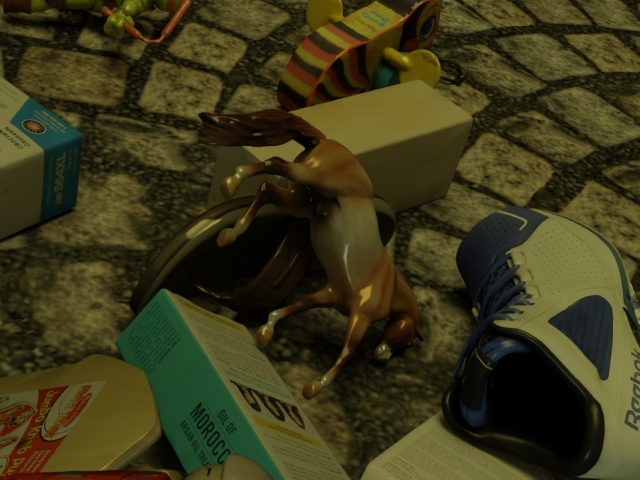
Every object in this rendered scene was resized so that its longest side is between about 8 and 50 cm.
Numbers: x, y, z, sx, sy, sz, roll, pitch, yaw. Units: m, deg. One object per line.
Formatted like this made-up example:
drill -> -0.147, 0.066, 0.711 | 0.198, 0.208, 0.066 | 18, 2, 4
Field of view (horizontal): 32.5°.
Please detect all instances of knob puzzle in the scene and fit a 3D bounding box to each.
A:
knob puzzle -> -0.184, 0.142, 0.719 | 0.213, 0.030, 0.213 | -19, 24, 9

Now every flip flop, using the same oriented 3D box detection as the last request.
flip flop -> -0.035, 0.021, 0.957 | 0.277, 0.112, 0.080 | -9, 57, -39

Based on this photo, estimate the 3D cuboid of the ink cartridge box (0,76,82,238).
ink cartridge box -> -0.333, -0.063, 0.953 | 0.148, 0.086, 0.203 | 34, 39, 23

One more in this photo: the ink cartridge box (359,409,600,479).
ink cartridge box -> 0.146, 0.203, 0.834 | 0.181, 0.056, 0.224 | 32, 20, 20

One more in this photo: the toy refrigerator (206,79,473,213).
toy refrigerator -> 0.021, -0.078, 1.098 | 0.269, 0.102, 0.094 | -20, 49, -38

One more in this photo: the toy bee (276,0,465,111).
toy bee -> 0.072, -0.251, 1.299 | 0.195, 0.162, 0.298 | 23, 36, 12

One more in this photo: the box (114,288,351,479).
box -> -0.049, 0.143, 0.769 | 0.100, 0.060, 0.244 | 31, 15, -47

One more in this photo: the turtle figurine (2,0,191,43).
turtle figurine -> -0.254, -0.301, 1.303 | 0.217, 0.087, 0.270 | 5, 45, -3

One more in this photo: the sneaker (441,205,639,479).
sneaker -> 0.175, 0.077, 0.896 | 0.182, 0.127, 0.315 | 10, 32, -31

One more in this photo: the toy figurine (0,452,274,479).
toy figurine -> -0.089, 0.231, 0.547 | 0.148, 0.213, 0.210 | 1, 36, 2

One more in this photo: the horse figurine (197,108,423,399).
horse figurine -> 0.000, 0.000, 0.886 | 0.066, 0.263, 0.174 | -12, 14, 47

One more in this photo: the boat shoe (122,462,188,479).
boat shoe -> -0.124, 0.177, 0.750 | 0.135, 0.050, 0.045 | 13, 31, -21
